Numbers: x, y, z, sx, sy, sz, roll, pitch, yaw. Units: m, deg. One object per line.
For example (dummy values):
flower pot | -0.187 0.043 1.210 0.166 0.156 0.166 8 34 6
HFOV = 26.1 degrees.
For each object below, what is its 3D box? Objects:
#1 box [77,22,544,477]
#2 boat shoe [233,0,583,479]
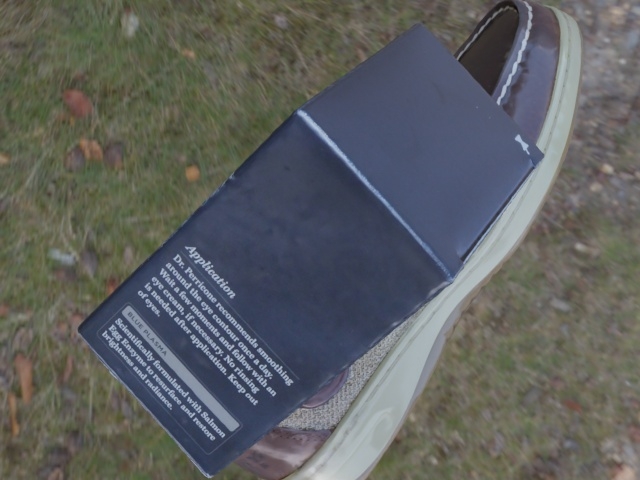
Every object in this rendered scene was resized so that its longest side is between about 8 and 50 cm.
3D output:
box | 0.000 0.000 0.621 0.093 0.156 0.158 48 120 -1
boat shoe | 0.034 -0.016 0.809 0.123 0.123 0.342 35 80 -20
